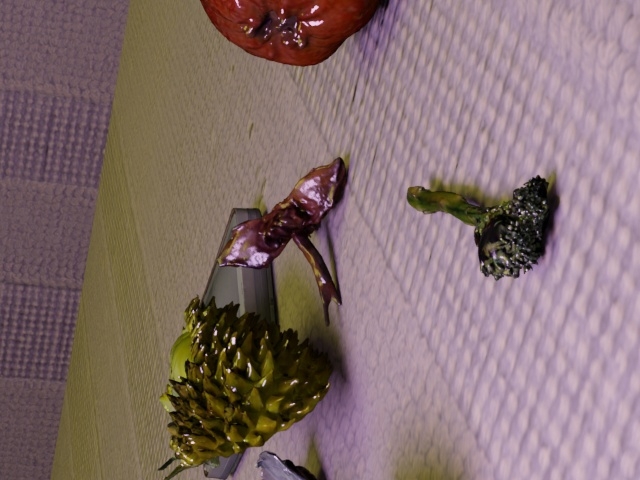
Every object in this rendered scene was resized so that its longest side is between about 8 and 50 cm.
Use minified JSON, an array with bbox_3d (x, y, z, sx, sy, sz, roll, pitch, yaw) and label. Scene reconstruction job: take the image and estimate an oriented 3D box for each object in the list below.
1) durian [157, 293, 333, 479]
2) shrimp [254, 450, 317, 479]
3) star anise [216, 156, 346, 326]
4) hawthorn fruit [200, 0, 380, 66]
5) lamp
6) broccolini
[{"bbox_3d":[-0.089,0.155,1.402,0.352,0.158,0.169,-160,94,-80],"label":"durian"},{"bbox_3d":[-0.089,0.312,1.221,0.410,0.166,0.221,-23,-38,-58],"label":"shrimp"},{"bbox_3d":[-0.008,0.007,1.441,0.140,0.144,0.158,-41,-3,-35],"label":"star anise"},{"bbox_3d":[-0.028,-0.304,1.368,0.205,0.205,0.253,124,155,-58],"label":"hawthorn fruit"},{"bbox_3d":[-0.113,0.133,1.746,0.266,0.047,0.269,116,154,-48],"label":"lamp"},{"bbox_3d":[0.122,-0.016,1.051,0.057,0.071,0.254,56,176,-10],"label":"broccolini"}]
